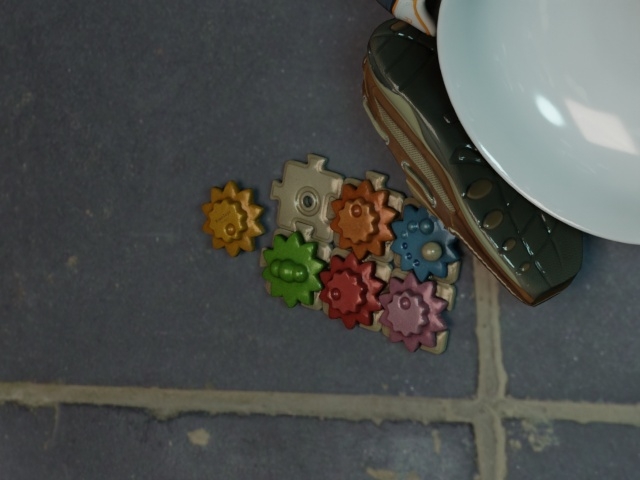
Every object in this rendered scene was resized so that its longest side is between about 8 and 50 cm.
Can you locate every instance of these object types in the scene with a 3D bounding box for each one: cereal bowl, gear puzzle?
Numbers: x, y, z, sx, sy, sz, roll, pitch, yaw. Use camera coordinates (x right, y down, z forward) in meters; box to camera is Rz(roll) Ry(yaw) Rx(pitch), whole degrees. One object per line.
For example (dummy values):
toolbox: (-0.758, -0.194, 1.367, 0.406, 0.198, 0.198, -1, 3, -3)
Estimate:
cereal bowl: (0.284, -0.169, 1.671, 0.339, 0.141, 0.339, 25, 137, 26)
gear puzzle: (0.000, 0.000, 1.980, 0.339, 0.044, 0.175, 18, 107, 31)

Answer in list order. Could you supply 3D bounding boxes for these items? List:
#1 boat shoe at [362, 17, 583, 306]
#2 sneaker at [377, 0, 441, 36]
boat shoe: (0.148, -0.076, 1.839, 0.324, 0.122, 0.120, 60, 153, 15)
sneaker: (0.174, -0.338, 1.767, 0.127, 0.126, 0.321, 47, 114, 8)
